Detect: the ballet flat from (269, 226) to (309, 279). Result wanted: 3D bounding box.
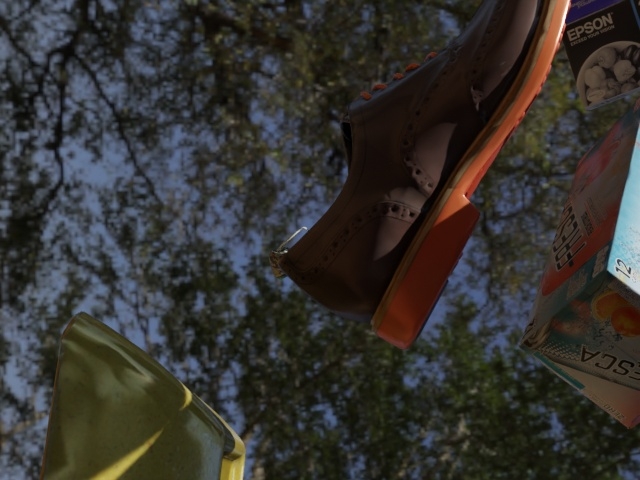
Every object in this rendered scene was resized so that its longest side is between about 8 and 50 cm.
[{"bbox_3d":[0.000,0.000,0.929,0.041,0.114,0.041,-24,90,-87],"label":"ballet flat"}]

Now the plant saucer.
[{"bbox_3d":[-0.100,0.233,0.557,0.333,0.081,0.333,96,0,-76],"label":"plant saucer"}]

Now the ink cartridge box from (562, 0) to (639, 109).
[{"bbox_3d":[0.511,-0.351,1.564,0.206,0.045,0.208,-20,-97,32],"label":"ink cartridge box"}]

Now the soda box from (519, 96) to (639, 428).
[{"bbox_3d":[0.152,0.000,0.447,0.063,0.183,0.058,37,-52,-1],"label":"soda box"}]

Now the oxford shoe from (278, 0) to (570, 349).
[{"bbox_3d":[0.068,-0.079,0.541,0.271,0.098,0.097,-63,174,-14],"label":"oxford shoe"}]
